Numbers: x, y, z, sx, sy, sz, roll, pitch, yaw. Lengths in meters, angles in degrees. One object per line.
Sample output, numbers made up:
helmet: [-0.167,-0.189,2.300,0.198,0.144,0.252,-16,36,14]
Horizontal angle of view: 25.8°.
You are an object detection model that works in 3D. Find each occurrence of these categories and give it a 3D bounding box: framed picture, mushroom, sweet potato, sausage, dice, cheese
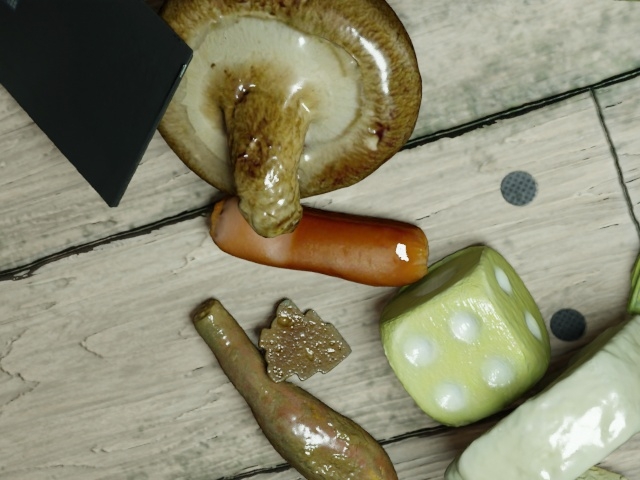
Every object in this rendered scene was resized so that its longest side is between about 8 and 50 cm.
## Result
framed picture: [-0.313,-0.243,1.772,0.339,0.014,0.255,46,125,22]
mushroom: [-0.054,-0.200,1.723,0.345,0.239,0.345,-2,103,-7]
sweet potato: [-0.041,0.242,1.940,0.385,0.109,0.109,42,115,-3]
sausage: [0.000,0.000,1.845,0.300,0.083,0.089,11,107,12]
dice: [0.187,0.122,1.797,0.166,0.169,0.169,-29,101,23]
cheese: [0.298,0.226,1.724,0.326,0.318,0.115,-36,81,-9]

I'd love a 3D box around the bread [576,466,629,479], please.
bread: [0.302,0.417,1.877,0.224,0.183,0.211,-2,111,18]

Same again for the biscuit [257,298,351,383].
biscuit: [-0.021,0.145,1.914,0.129,0.019,0.120,12,75,-7]

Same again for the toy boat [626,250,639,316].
toy boat: [0.474,-0.017,1.723,0.111,0.084,0.276,23,118,1]
